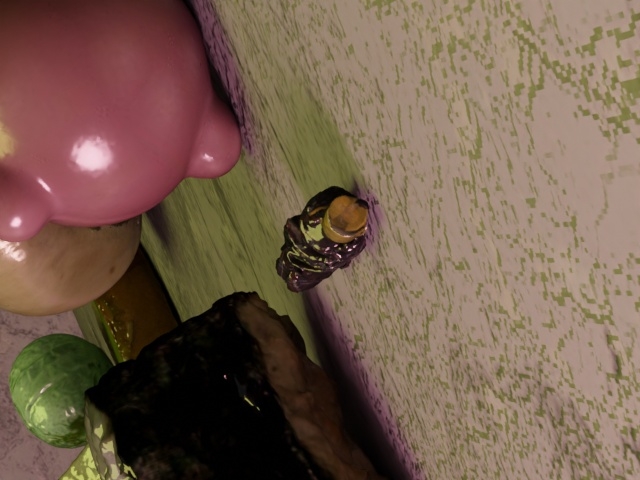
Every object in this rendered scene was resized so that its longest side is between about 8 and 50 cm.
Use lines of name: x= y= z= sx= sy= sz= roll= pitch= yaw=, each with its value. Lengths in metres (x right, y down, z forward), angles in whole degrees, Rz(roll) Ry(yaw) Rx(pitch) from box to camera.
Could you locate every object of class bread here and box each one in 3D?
bread: x=-0.186 y=0.107 z=1.978 sx=0.236 sy=0.070 sz=0.236 roll=62 pitch=170 yaw=20

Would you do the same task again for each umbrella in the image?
umbrella: x=0.000 y=0.000 z=0.968 sx=0.144 sy=0.040 sz=0.037 roll=130 pitch=125 yaw=-76

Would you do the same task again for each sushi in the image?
sushi: x=-0.016 y=0.211 z=1.134 sx=0.350 sy=0.171 sz=0.211 roll=62 pitch=166 yaw=22

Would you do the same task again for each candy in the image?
candy: x=-0.187 y=0.259 z=1.935 sx=0.440 sy=0.119 sz=0.119 roll=49 pitch=161 yaw=33

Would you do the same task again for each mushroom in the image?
mushroom: x=-0.255 y=-0.055 z=1.689 sx=0.246 sy=0.202 sz=0.246 roll=32 pitch=-135 yaw=-39

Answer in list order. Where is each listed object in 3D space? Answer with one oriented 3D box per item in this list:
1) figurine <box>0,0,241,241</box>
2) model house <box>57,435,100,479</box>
figurine: x=-0.146 y=-0.090 z=1.139 sx=0.173 sy=0.173 sz=0.173 roll=157 pitch=90 yaw=-79
model house: x=-0.113 y=0.237 z=1.744 sx=0.214 sy=0.195 sz=0.189 roll=49 pitch=140 yaw=13
